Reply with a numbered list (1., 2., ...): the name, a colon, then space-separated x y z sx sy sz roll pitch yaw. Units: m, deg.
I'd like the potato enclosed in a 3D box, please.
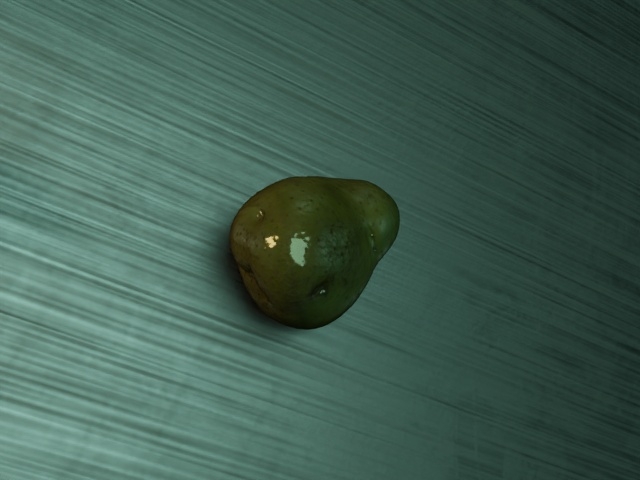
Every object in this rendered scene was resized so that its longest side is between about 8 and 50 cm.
1. potato: 0.000 0.000 0.786 0.194 0.157 0.157 -30 92 -28
